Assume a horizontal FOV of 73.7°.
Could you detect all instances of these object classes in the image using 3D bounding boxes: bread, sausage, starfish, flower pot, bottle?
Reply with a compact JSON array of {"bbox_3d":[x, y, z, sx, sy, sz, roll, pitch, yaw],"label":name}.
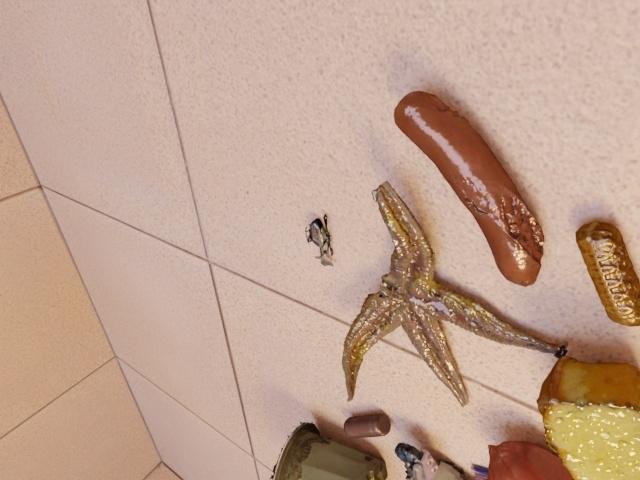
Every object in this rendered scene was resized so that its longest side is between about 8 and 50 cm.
[{"bbox_3d":[0.414,0.257,0.617,0.143,0.139,0.229,-11,121,41],"label":"bread"},{"bbox_3d":[0.386,0.045,0.564,0.052,0.044,0.157,-19,104,43],"label":"bread"},{"bbox_3d":[0.411,0.464,0.762,0.254,0.148,0.148,41,137,12],"label":"sausage"},{"bbox_3d":[0.221,-0.075,0.601,0.326,0.079,0.087,53,138,-4],"label":"sausage"},{"bbox_3d":[0.177,0.145,0.759,0.384,0.132,0.398,34,121,6],"label":"starfish"},{"bbox_3d":[0.037,0.662,1.166,0.259,0.290,0.290,-1,118,27],"label":"flower pot"},{"bbox_3d":[0.117,0.473,1.088,0.053,0.053,0.140,53,139,-2],"label":"bottle"}]

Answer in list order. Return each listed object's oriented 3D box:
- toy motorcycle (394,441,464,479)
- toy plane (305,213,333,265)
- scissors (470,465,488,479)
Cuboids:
[{"bbox_3d":[0.288,0.557,0.965,0.204,0.108,0.239,-2,141,47],"label":"toy motorcycle"},{"bbox_3d":[0.000,0.000,0.881,0.049,0.031,0.120,8,120,27],"label":"toy plane"},{"bbox_3d":[0.381,0.512,0.916,0.113,0.012,0.039,-5,115,42],"label":"scissors"}]
